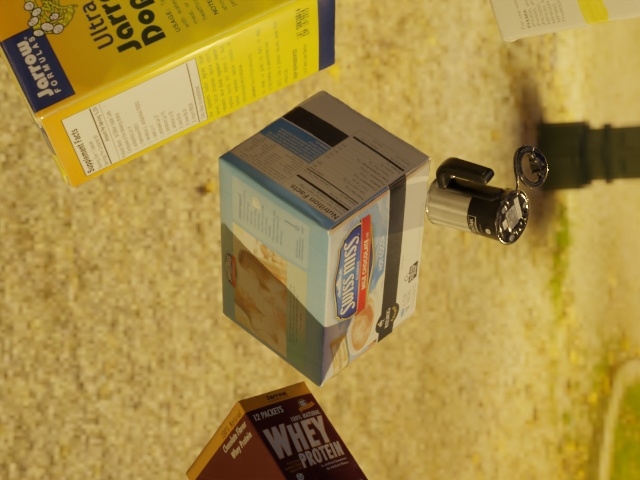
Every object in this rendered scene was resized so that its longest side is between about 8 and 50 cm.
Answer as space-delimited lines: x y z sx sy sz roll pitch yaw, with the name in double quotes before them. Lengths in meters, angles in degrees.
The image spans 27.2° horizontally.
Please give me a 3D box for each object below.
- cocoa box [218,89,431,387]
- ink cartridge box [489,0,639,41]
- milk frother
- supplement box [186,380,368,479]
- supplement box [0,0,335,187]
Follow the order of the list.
"cocoa box" 0.000 0.000 2.014 0.228 0.231 0.347 -36 146 -33
"ink cartridge box" 0.419 -0.378 1.614 0.279 0.384 0.160 -29 107 -36
"milk frother" 0.252 -0.079 1.980 0.143 0.134 0.129 -29 124 -40
"supplement box" -0.059 0.340 1.860 0.129 0.191 0.194 -11 57 -42
"supplement box" -0.180 -0.247 1.503 0.195 0.356 0.194 61 -10 17
